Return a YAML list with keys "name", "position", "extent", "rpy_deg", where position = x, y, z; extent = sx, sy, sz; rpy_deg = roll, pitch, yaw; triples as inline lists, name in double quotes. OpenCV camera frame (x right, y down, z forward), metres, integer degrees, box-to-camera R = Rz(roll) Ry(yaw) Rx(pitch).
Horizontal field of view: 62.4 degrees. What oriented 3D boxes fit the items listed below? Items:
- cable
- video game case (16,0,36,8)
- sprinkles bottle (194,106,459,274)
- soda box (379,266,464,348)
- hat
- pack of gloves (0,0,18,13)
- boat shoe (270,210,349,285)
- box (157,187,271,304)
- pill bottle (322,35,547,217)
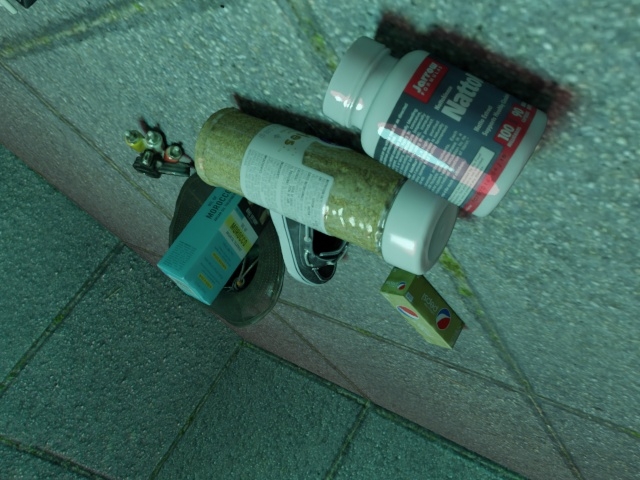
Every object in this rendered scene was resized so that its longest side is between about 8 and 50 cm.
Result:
- name: "cable"
  position: [-0.343, -0.175, 1.137]
  extent: [0.139, 0.072, 0.287]
  rpy_deg: [20, 176, -14]
- name: "video game case"
  position: [-0.481, -0.457, 0.672]
  extent: [0.248, 0.035, 0.275]
  rpy_deg: [40, 160, -18]
- name: "sprinkles bottle"
  position: [-0.002, -0.075, 0.700]
  extent: [0.355, 0.121, 0.121]
  rpy_deg: [23, 158, 26]
- name: "soda box"
  position: [0.190, 0.126, 0.975]
  extent: [0.061, 0.058, 0.181]
  rpy_deg: [6, 146, 52]
- name: "hat"
  position: [-0.162, 0.006, 1.091]
  extent: [0.331, 0.331, 0.134]
  rpy_deg: [20, -159, 33]
- name: "pack of gloves"
  position: [-0.616, -0.449, 0.821]
  extent: [0.195, 0.046, 0.232]
  rpy_deg: [28, 167, 36]
- name: "boat shoe"
  position: [0.000, 0.000, 0.916]
  extent: [0.102, 0.108, 0.301]
  rpy_deg: [25, 152, 26]
- name: "box"
  position: [-0.151, -0.023, 0.869]
  extent: [0.060, 0.244, 0.100]
  rpy_deg: [22, 157, 28]
- name: "pill bottle"
  position: [0.098, -0.109, 0.485]
  extent: [0.180, 0.108, 0.108]
  rpy_deg: [30, 160, 7]
